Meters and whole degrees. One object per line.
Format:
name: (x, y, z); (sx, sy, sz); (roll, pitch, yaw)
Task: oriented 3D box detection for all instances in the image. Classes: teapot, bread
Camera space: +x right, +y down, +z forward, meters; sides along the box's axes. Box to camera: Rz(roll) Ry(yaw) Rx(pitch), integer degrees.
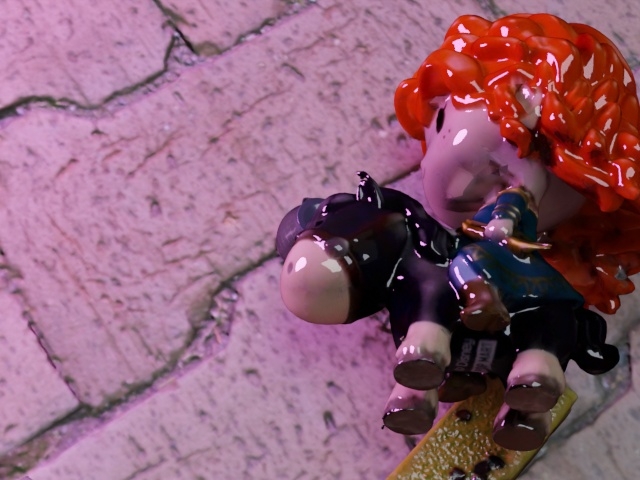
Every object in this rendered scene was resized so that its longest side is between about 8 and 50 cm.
teapot: (0.000, 0.000, 1.498); (0.066, 0.057, 0.088); (-23, 68, -20)
bread: (0.124, 0.190, 1.421); (0.088, 0.049, 0.226); (38, 62, 11)

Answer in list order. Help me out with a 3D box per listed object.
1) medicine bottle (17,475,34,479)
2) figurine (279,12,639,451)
medicine bottle: (-0.167, 0.276, 1.307); (0.218, 0.074, 0.074); (33, 61, 6)
figurine: (0.148, -0.012, 1.424); (0.306, 0.241, 0.412); (23, 57, 31)
